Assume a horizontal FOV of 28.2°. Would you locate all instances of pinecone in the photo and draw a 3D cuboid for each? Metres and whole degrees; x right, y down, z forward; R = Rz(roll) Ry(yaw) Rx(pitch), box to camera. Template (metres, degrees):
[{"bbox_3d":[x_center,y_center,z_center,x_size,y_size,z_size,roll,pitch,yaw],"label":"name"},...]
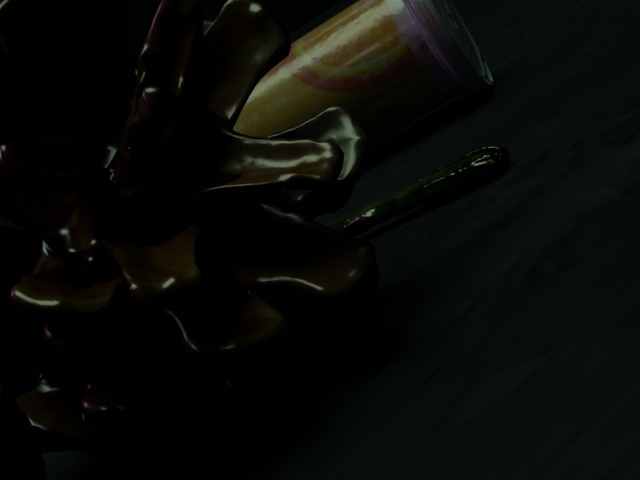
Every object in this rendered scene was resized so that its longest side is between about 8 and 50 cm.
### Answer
[{"bbox_3d":[-0.084,-0.008,0.529,0.228,0.201,0.202,2,51,16],"label":"pinecone"}]

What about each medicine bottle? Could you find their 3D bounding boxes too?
[{"bbox_3d":[-0.085,-0.046,0.921,0.426,0.108,0.108,-31,11,16],"label":"medicine bottle"}]

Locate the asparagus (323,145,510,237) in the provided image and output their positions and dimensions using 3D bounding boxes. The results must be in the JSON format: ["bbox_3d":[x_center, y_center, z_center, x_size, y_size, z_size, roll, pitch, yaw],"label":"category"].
[{"bbox_3d":[0.000,0.000,0.700,0.233,0.023,0.022,-26,-32,28],"label":"asparagus"}]

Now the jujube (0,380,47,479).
[{"bbox_3d":[-0.248,0.123,0.411,0.342,0.216,0.216,-13,17,16],"label":"jujube"}]
